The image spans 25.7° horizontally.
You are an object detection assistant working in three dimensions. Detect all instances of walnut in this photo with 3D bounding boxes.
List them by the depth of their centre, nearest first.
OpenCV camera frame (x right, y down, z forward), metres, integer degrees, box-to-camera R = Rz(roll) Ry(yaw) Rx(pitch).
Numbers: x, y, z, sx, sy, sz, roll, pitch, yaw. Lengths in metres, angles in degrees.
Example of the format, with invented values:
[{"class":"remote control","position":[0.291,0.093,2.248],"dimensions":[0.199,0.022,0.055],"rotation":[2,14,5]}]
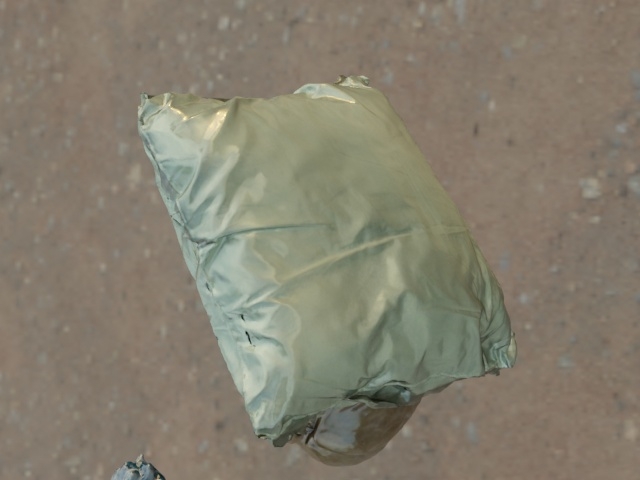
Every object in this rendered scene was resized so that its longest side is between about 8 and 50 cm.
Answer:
[{"class":"walnut","position":[0.029,0.125,1.477],"dimensions":[0.178,0.230,0.178],"rotation":[23,141,21]}]

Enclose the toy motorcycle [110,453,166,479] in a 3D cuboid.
[{"class":"toy motorcycle","position":[-0.155,0.259,1.038],"dimensions":[0.239,0.108,0.204],"rotation":[159,119,-72]}]

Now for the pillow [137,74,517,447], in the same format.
[{"class":"pillow","position":[0.000,0.000,1.143],"dimensions":[0.138,0.283,0.310],"rotation":[-39,73,45]}]
